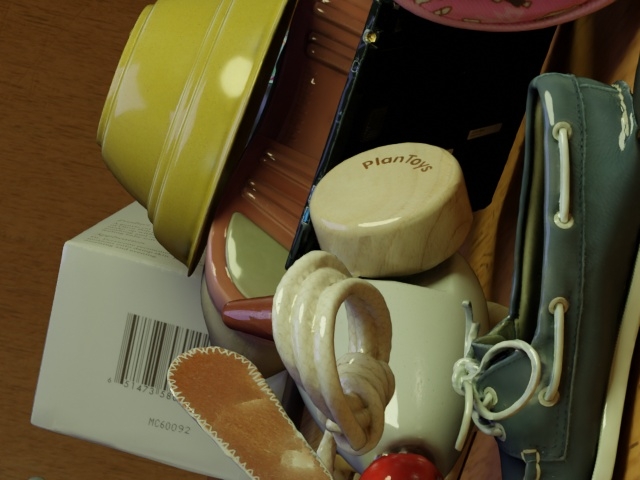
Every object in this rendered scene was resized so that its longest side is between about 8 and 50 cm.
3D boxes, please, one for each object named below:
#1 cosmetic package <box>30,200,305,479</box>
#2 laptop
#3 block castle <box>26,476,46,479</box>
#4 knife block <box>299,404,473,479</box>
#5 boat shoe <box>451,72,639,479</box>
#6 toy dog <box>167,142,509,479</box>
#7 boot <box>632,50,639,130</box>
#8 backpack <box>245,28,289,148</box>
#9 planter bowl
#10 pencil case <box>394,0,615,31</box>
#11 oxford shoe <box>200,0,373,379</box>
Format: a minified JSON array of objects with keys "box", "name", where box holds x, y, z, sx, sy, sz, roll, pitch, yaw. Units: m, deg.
[{"box":[-0.074,0.056,1.614,0.365,0.197,0.155,-37,-40,-73],"name":"cosmetic package"},{"box":[0.036,-0.143,1.167,0.234,0.136,0.264,-18,-48,-55],"name":"laptop"},{"box":[-0.115,0.304,1.363,0.453,0.303,0.213,-175,98,-83],"name":"block castle"},{"box":[0.039,0.103,1.353,0.242,0.088,0.276,-87,11,-56],"name":"knife block"},{"box":[0.103,0.051,0.910,0.095,0.079,0.255,-115,38,-78],"name":"boat shoe"},{"box":[-0.003,0.089,0.988,0.333,0.161,0.220,-42,-61,-65],"name":"toy dog"},{"box":[0.153,-0.062,0.775,0.198,0.076,0.137,-64,-11,-49],"name":"boot"},{"box":[0.008,-0.103,1.697,0.188,0.165,0.144,-161,85,-81],"name":"backpack"},{"box":[-0.087,-0.093,1.294,0.217,0.090,0.217,-160,90,-90],"name":"planter bowl"},{"box":[0.105,-0.286,1.101,0.386,0.167,0.160,-86,-28,-43],"name":"pencil case"},{"box":[0.018,-0.079,1.354,0.397,0.140,0.146,-58,-2,-30],"name":"oxford shoe"}]
